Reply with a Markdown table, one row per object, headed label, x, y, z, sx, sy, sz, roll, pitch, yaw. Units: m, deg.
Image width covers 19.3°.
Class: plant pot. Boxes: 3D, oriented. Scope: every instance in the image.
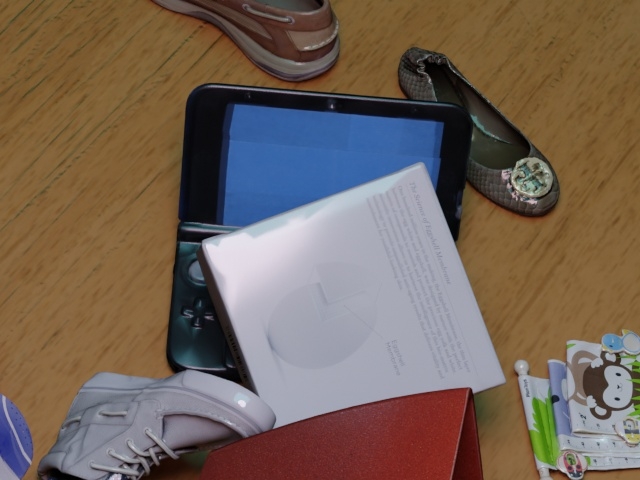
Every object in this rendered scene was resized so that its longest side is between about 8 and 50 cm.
| label | x | y | z | sx | sy | sz | roll | pitch | yaw |
| --- | --- | --- | --- | --- | --- | --- | --- | --- | --- |
| plant pot | 0.008 | 0.303 | 1.607 | 0.236 | 0.267 | 0.267 | 1 | 37 | 14 |

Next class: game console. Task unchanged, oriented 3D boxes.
| label | x | y | z | sx | sy | sz | roll | pitch | yaw |
| --- | --- | --- | --- | --- | --- | --- | --- | --- | --- |
| game console | 0.000 | 0.000 | 1.879 | 0.293 | 0.173 | 0.250 | 4 | 55 | -3 |

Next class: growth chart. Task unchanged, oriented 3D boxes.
| label | x | y | z | sx | sy | sz | roll | pitch | yaw |
| --- | --- | --- | --- | --- | --- | --- | --- | --- | --- |
| growth chart | 0.310 | 0.162 | 1.894 | 0.237 | 0.021 | 0.172 | -7 | 56 | -12 |

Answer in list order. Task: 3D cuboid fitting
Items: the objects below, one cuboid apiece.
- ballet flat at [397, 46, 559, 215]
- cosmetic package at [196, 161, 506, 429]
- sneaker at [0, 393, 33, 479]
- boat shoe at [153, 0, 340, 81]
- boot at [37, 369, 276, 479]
| label | x | y | z | sx | sy | sz | roll | pitch | yaw |
| --- | --- | --- | --- | --- | --- | --- | --- | --- | --- |
| ballet flat | 0.171 | -0.126 | 2.051 | 0.084 | 0.058 | 0.250 | -28 | 63 | -22 |
| cosmetic package | 0.025 | 0.072 | 1.789 | 0.225 | 0.138 | 0.224 | -20 | 87 | -7 |
| sneaker | -0.354 | 0.124 | 1.738 | 0.315 | 0.127 | 0.182 | 9 | 29 | 43 |
| boat shoe | -0.107 | -0.309 | 2.112 | 0.324 | 0.116 | 0.123 | 32 | 58 | 15 |
| boot | -0.155 | 0.192 | 1.725 | 0.095 | 0.258 | 0.123 | 46 | 59 | -28 |
